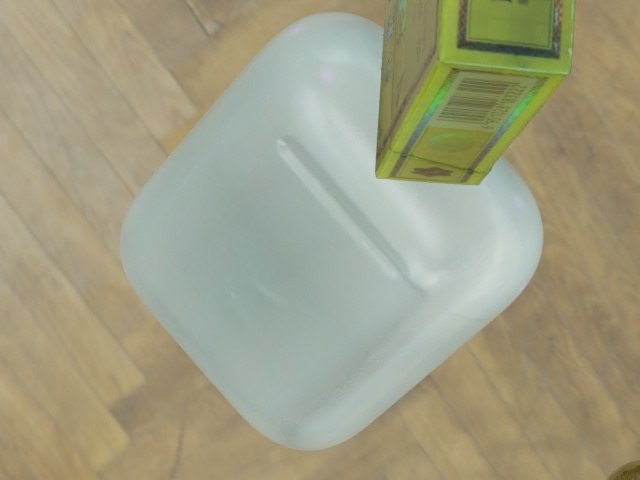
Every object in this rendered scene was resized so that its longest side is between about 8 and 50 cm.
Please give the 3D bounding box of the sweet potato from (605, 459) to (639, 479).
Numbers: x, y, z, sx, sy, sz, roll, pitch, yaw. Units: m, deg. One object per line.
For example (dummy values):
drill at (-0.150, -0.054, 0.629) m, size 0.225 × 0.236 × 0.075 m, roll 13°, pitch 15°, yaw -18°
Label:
sweet potato at (0.280, 0.173, 1.388) m, size 0.044 × 0.044 × 0.179 m, roll 27°, pitch 143°, yaw -21°

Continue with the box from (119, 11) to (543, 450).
box at (0.001, 0.000, 1.496) m, size 0.289 × 0.141 × 0.349 m, roll 49°, pitch 126°, yaw 6°

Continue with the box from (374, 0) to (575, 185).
box at (0.070, -0.117, 0.849) m, size 0.064 × 0.220 × 0.141 m, roll 5°, pitch 78°, yaw -6°
